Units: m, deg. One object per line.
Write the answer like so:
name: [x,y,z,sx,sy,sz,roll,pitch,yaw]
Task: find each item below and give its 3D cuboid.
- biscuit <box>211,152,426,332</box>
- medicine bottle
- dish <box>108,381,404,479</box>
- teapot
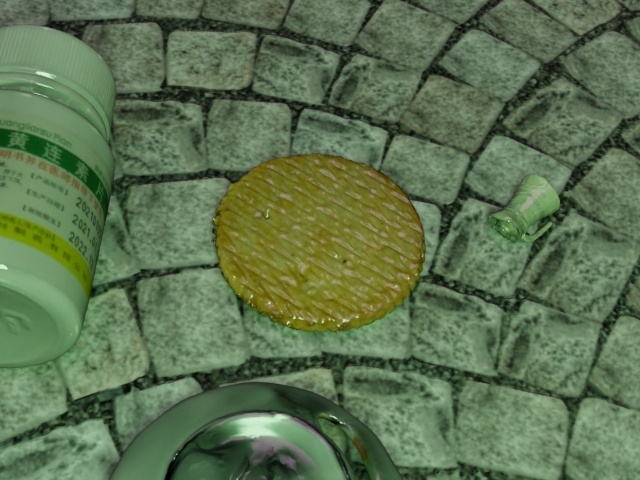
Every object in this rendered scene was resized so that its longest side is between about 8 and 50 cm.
biscuit: [0.000,0.000,1.362,0.253,0.035,0.254,2,54,-2]
medicine bottle: [-0.333,-0.055,1.267,0.208,0.208,0.340,5,55,-1]
dish: [-0.059,0.262,1.115,0.324,0.124,0.324,2,55,-3]
teapot: [0.243,-0.032,1.399,0.083,0.057,0.067,-39,95,-21]
